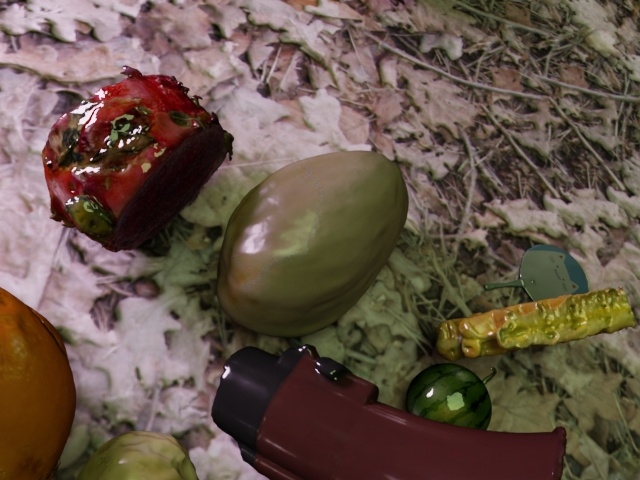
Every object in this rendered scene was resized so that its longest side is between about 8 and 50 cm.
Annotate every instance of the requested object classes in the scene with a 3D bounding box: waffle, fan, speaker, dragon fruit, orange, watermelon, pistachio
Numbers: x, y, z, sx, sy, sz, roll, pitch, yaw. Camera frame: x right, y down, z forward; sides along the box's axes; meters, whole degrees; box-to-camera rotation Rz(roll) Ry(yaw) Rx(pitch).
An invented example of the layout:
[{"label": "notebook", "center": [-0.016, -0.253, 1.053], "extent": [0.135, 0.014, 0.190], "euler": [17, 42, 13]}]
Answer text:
[{"label": "waffle", "center": [0.236, 0.108, 0.648], "extent": [0.211, 0.160, 0.055], "euler": [-9, 77, -14]}, {"label": "fan", "center": [0.316, 0.060, 0.774], "extent": [0.176, 0.005, 0.113], "euler": [-4, 66, -17]}, {"label": "speaker", "center": [0.042, 0.257, 0.533], "extent": [0.330, 0.259, 0.198], "euler": [13, 15, 24]}, {"label": "dragon fruit", "center": [-0.219, -0.102, 0.624], "extent": [0.147, 0.211, 0.282], "euler": [38, 36, -1]}, {"label": "orange", "center": [-0.332, 0.148, 0.443], "extent": [0.240, 0.240, 0.239], "euler": [5, 64, -11]}, {"label": "watermelon", "center": [0.153, 0.192, 0.622], "extent": [0.109, 0.109, 0.108], "euler": [5, 64, -11]}, {"label": "pistachio", "center": [0.000, 0.000, 0.643], "extent": [0.288, 0.166, 0.197], "euler": [-33, 100, -29]}]

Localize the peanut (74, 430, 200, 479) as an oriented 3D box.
[{"label": "peanut", "center": [-0.170, 0.326, 0.456], "extent": [0.147, 0.147, 0.305], "euler": [11, 66, -8]}]
